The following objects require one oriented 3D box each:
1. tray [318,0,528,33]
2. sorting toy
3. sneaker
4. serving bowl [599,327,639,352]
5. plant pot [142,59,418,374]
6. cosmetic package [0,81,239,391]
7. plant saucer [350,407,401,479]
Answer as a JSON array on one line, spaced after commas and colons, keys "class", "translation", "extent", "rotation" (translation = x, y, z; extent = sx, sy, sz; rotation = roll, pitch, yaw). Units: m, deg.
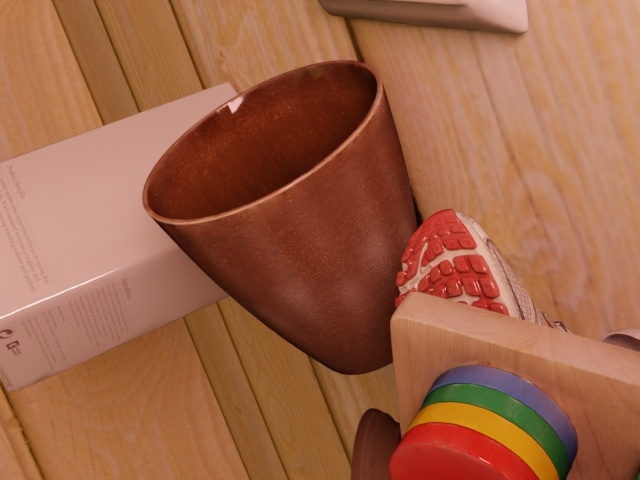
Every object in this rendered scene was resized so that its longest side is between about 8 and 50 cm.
[{"class": "tray", "translation": [0.039, -0.218, 0.584], "extent": [0.270, 0.030, 0.145], "rotation": [32, 141, 59]}, {"class": "sorting toy", "translation": [0.152, 0.182, 0.487], "extent": [0.255, 0.089, 0.257], "rotation": [15, 133, 28]}, {"class": "sneaker", "translation": [0.128, 0.079, 0.579], "extent": [0.088, 0.092, 0.225], "rotation": [-18, 104, 43]}, {"class": "serving bowl", "translation": [0.205, 0.088, 0.505], "extent": [0.083, 0.027, 0.083], "rotation": [54, 158, 34]}, {"class": "plant pot", "translation": [0.000, 0.000, 0.730], "extent": [0.215, 0.215, 0.230], "rotation": [35, 159, 57]}, {"class": "cosmetic package", "translation": [-0.227, -0.015, 0.994], "extent": [0.217, 0.385, 0.156], "rotation": [58, 158, 30]}, {"class": "plant saucer", "translation": [0.085, 0.314, 0.880], "extent": [0.278, 0.041, 0.278], "rotation": [-11, -90, -75]}]
